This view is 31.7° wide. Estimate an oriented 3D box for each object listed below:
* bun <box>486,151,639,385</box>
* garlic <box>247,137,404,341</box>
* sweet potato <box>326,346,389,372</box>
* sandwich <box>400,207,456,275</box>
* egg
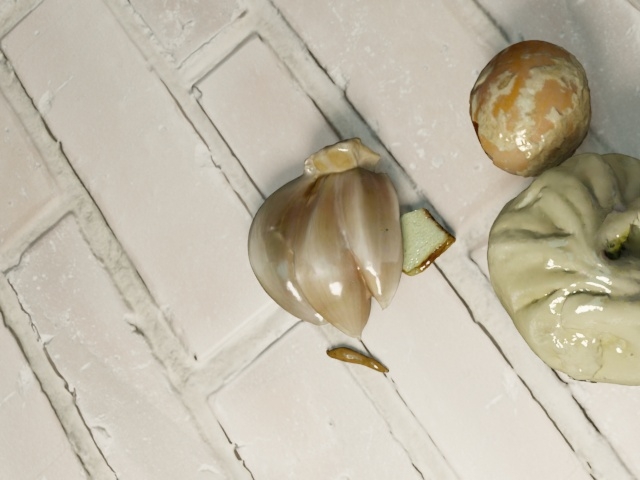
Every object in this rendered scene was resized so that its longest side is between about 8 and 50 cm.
[{"bbox_3d":[0.418,0.029,1.599,0.360,0.211,0.359,2,66,-5],"label":"bun"},{"bbox_3d":[0.001,0.000,1.864,0.279,0.132,0.325,-8,68,35],"label":"garlic"},{"bbox_3d":[0.059,0.194,1.854,0.115,0.026,0.026,15,84,24],"label":"sweet potato"},{"bbox_3d":[0.157,0.003,1.853,0.105,0.036,0.093,-48,67,6],"label":"sandwich"},{"bbox_3d":[0.326,-0.209,1.754,0.195,0.195,0.233,-9,58,20],"label":"egg"}]
